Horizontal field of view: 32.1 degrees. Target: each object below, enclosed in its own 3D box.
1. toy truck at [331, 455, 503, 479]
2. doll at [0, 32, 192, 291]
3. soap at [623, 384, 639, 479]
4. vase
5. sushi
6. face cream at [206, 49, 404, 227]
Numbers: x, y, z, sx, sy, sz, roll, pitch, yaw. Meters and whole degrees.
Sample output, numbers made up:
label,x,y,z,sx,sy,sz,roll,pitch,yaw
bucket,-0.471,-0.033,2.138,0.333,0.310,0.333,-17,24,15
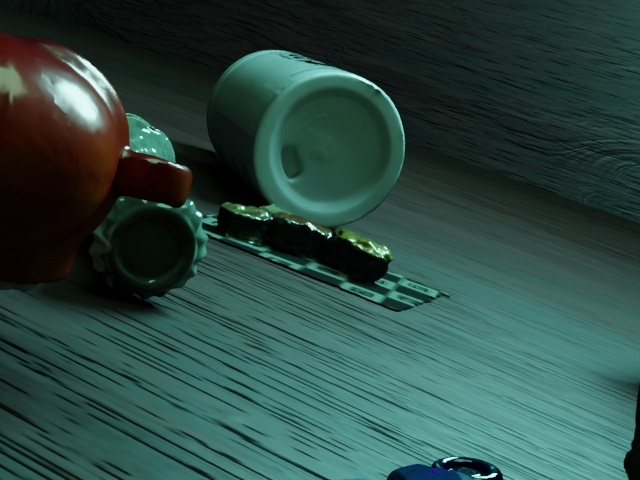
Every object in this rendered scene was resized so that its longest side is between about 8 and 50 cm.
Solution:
label,x,y,z,sx,sy,sz,roll,pitch,yaw
toy truck,0.011,0.091,0.303,0.090,0.056,0.073,3,8,-10
doll,-0.210,-0.054,0.377,0.363,0.160,0.182,13,3,-31
soap,0.266,-0.028,0.540,0.143,0.281,0.259,20,35,36
vase,-0.109,-0.019,0.638,0.081,0.081,0.149,14,13,-21
sushi,0.000,0.000,0.857,0.201,0.031,0.139,21,9,17
face cream,-0.045,-0.126,1.151,0.145,0.145,0.369,14,11,-22
